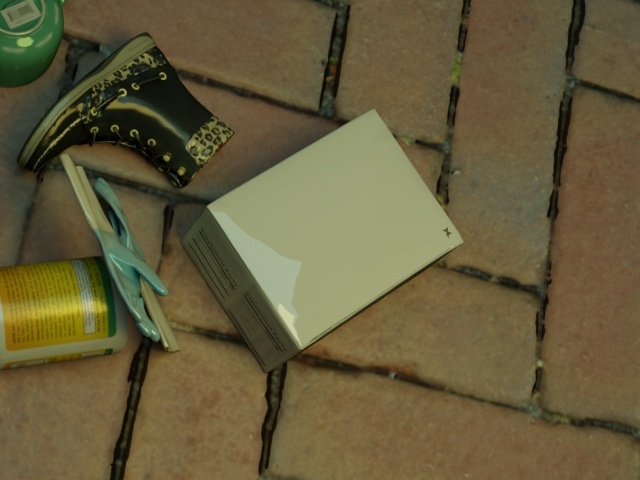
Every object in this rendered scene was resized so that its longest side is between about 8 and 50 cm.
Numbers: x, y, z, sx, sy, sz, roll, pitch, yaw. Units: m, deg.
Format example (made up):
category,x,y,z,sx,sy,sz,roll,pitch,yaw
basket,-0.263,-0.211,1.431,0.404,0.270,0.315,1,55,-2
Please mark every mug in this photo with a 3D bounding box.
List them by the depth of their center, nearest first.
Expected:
category,x,y,z,sx,sy,sz,roll,pitch,yaw
mug,-0.375,-0.276,1.727,0.129,0.097,0.158,16,69,-14

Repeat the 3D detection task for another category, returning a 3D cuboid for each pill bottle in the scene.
category,x,y,z,sx,sy,sz,roll,pitch,yaw
pill bottle,-0.333,0.085,1.617,0.208,0.117,0.117,-7,76,-20

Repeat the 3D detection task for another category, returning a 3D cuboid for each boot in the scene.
category,x,y,z,sx,sy,sz,roll,pitch,yaw
boot,-0.234,-0.124,1.736,0.178,0.085,0.236,45,64,-4

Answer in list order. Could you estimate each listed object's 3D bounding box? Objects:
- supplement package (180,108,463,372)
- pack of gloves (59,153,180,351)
category,x,y,z,sx,sy,sz,roll,pitch,yaw
supplement package,0.000,0.000,1.744,0.262,0.145,0.204,-32,86,-25
pack of gloves,-0.213,0.013,1.641,0.046,0.195,0.232,-25,81,3
